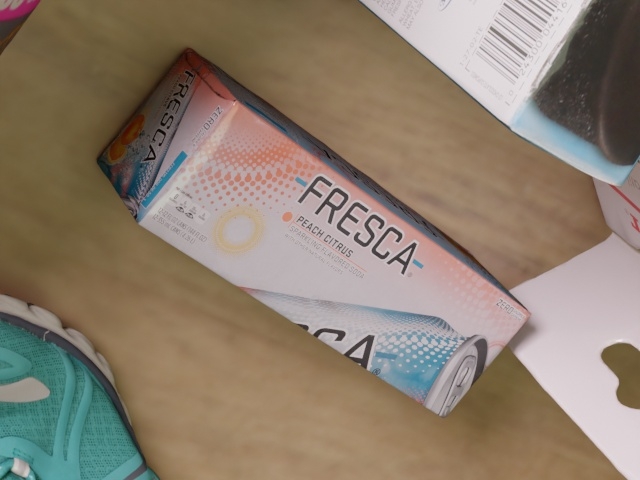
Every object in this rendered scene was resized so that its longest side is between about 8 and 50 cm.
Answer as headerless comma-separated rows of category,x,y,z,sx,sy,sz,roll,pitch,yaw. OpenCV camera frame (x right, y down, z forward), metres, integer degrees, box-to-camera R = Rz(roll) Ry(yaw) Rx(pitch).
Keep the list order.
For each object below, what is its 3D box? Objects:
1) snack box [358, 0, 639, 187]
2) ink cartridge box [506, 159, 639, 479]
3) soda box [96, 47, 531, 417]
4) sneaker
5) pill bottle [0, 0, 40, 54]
snack box,0.123,-0.199,0.620,0.060,0.187,0.322,23,106,-34
ink cartridge box,0.240,-0.047,0.745,0.353,0.207,0.119,-30,127,-8
soda box,0.000,0.000,0.752,0.183,0.058,0.063,34,99,-34
sneaker,-0.096,0.124,0.744,0.107,0.110,0.275,-38,125,-2
pill bottle,-0.109,-0.165,0.519,0.162,0.162,0.278,26,116,-34
